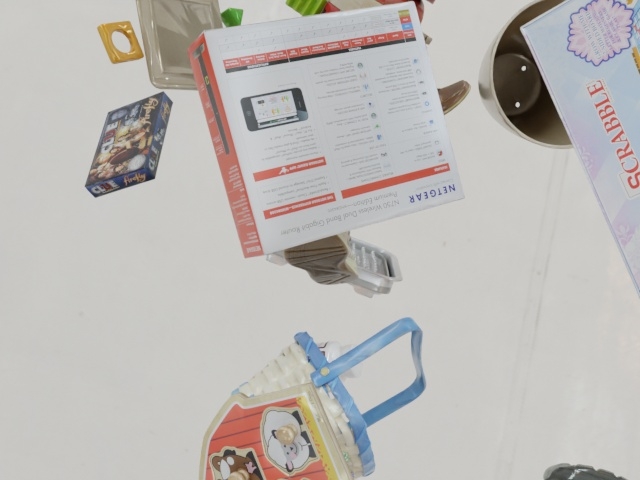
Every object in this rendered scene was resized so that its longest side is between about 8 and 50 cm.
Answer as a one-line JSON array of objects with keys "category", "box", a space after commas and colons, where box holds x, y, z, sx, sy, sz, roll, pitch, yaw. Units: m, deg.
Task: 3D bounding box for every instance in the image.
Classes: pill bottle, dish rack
[{"category": "pill bottle", "box": [0.000, 0.240, 1.501, 0.152, 0.086, 0.086, -10, 71, 23]}, {"category": "dish rack", "box": [0.011, 0.030, 1.722, 0.333, 0.285, 0.072, 20, 101, -3]}]

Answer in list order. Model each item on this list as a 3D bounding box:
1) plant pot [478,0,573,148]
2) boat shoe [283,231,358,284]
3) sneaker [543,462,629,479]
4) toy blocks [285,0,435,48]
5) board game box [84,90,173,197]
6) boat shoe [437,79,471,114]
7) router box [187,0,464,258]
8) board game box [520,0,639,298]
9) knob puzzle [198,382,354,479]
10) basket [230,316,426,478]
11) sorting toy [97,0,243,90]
[{"category": "plant pot", "box": [0.395, -0.299, 1.431, 0.256, 0.274, 0.256, -1, 97, -5]}, {"category": "boat shoe", "box": [0.000, 0.000, 1.281, 0.104, 0.285, 0.089, -6, 71, 8]}, {"category": "sneaker", "box": [0.427, 0.399, 1.065, 0.267, 0.101, 0.106, 27, 66, 10]}, {"category": "toy blocks", "box": [0.085, -0.381, 1.392, 0.381, 0.191, 0.261, -56, 44, 16]}, {"category": "board game box", "box": [-0.431, -0.219, 1.755, 0.165, 0.042, 0.243, -15, 48, 21]}, {"category": "boat shoe", "box": [0.271, -0.329, 1.838, 0.178, 0.060, 0.064, -29, 32, 29]}, {"category": "router box", "box": [0.015, -0.161, 1.095, 0.335, 0.082, 0.301, -15, 92, -26]}, {"category": "board game box", "box": [0.374, -0.120, 0.646, 0.318, 0.066, 0.319, -27, 75, 32]}, {"category": "knob puzzle", "box": [-0.057, 0.250, 0.794, 0.213, 0.030, 0.213, 7, 105, 28]}, {"category": "basket", "box": [0.031, 0.245, 1.162, 0.289, 0.255, 0.201, -33, 56, -11]}, {"category": "sorting toy", "box": [-0.242, -0.346, 1.340, 0.347, 0.047, 0.196, -9, 84, -48]}]
